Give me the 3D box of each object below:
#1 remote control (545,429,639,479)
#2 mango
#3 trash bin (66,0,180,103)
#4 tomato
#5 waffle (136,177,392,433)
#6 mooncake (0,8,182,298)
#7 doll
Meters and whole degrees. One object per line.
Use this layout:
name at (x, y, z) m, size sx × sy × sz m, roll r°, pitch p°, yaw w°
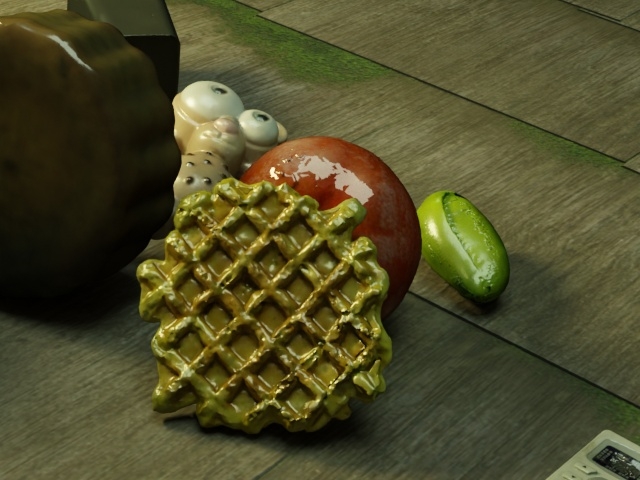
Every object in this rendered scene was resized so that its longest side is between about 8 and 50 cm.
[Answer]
remote control at (0.241, 0.232, 1.251) m, size 0.087 × 0.029 × 0.190 m, roll 28°, pitch 36°, yaw 31°
mango at (0.155, 0.013, 1.568) m, size 0.091 × 0.074 × 0.165 m, roll 3°, pitch 42°, yaw -21°
trash bin at (-0.252, -0.247, 1.826) m, size 0.115 × 0.165 × 0.225 m, roll -4°, pitch 34°, yaw -20°
tomato at (0.000, 0.000, 1.431) m, size 0.208 × 0.208 × 0.184 m, roll 11°, pitch -5°, yaw 6°
waffle at (-0.053, 0.060, 1.306) m, size 0.243 × 0.238 × 0.059 m, roll 2°, pitch -8°, yaw 5°
mooncake at (-0.280, -0.089, 1.429) m, size 0.290 × 0.290 × 0.161 m, roll 18°, pitch 21°, yaw 18°
doll at (-0.125, -0.080, 1.620) m, size 0.154 × 0.119 × 0.278 m, roll 19°, pitch 35°, yaw -8°
